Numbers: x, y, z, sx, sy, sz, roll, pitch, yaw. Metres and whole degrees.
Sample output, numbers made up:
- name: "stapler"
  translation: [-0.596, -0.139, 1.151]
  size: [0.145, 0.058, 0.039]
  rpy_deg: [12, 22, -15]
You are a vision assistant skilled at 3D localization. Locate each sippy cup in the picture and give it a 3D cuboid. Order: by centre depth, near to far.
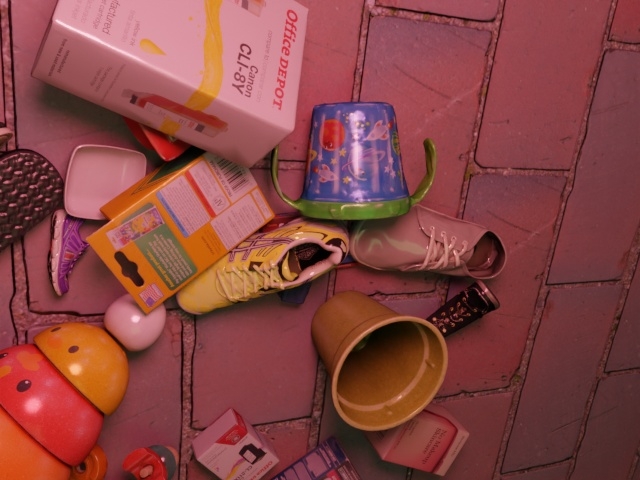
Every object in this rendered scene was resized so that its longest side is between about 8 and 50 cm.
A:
- name: "sippy cup"
  translation: [0.069, -0.168, 1.223]
  size: [0.305, 0.240, 0.224]
  rpy_deg: [-11, 105, -44]

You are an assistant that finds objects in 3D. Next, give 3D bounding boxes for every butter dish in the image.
- name: "butter dish"
  translation: [-0.303, -0.233, 1.090]
  size: [0.160, 0.118, 0.160]
  rpy_deg: [60, 42, -22]

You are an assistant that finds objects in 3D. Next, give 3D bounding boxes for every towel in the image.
- name: "towel"
  translation: [-0.048, 0.083, 1.339]
  size: [0.067, 0.029, 0.119]
  rpy_deg: [15, 104, -26]

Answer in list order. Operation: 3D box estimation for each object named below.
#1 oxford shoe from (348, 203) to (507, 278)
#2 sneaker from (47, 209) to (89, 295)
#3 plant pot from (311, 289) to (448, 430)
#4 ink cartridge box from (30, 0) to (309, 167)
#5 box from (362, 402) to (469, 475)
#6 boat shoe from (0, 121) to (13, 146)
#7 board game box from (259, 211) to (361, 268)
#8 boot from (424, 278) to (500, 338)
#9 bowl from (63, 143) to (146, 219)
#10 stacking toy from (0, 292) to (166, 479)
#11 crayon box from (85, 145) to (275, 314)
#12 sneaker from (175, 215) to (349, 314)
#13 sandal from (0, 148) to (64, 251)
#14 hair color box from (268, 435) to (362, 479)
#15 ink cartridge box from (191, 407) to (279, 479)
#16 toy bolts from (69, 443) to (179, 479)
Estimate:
- name: "oxford shoe"
  translation: [0.269, 0.011, 1.410]
  size: [0.449, 0.130, 0.169]
  rpy_deg: [7, 107, -29]
- name: "sneaker"
  translation: [-0.479, 0.026, 1.139]
  size: [0.071, 0.068, 0.170]
  rpy_deg: [4, 107, -31]
- name: "plant pot"
  translation: [0.104, 0.245, 1.369]
  size: [0.276, 0.254, 0.276]
  rpy_deg: [-8, 112, -21]
- name: "ink cartridge box"
  translation: [-0.224, -0.331, 0.984]
  size: [0.385, 0.160, 0.279]
  rpy_deg: [21, 62, -29]
- name: "box"
  translation: [0.258, 0.521, 1.615]
  size: [0.232, 0.127, 0.148]
  rpy_deg: [25, 98, -29]
- name: "boat shoe"
  translation: [-0.683, -0.144, 0.956]
  size: [0.340, 0.127, 0.113]
  rpy_deg: [-26, 95, -10]
- name: "board game box"
  translation: [0.000, 0.000, 1.359]
  size: [0.281, 0.027, 0.145]
  rpy_deg: [-8, 112, -21]
- name: "boot"
  translation: [0.342, 0.185, 1.486]
  size: [0.179, 0.236, 0.085]
  rpy_deg: [-34, 78, -3]
- name: "bowl"
  translation: [-0.407, -0.112, 1.109]
  size: [0.142, 0.053, 0.142]
  rpy_deg: [2, 110, -42]
- name: "stacking toy"
  translation: [-0.496, 0.272, 1.142]
  size: [0.480, 0.351, 0.350]
  rpy_deg: [-47, 122, -23]
- name: "crayon box"
  translation: [-0.270, -0.039, 1.155]
  size: [0.323, 0.083, 0.203]
  rpy_deg: [-39, 126, -17]
- name: "sneaker"
  translation: [-0.124, 0.048, 1.223]
  size: [0.385, 0.147, 0.145]
  rpy_deg: [-25, 106, 2]
- name: "sandal"
  translation: [-0.657, 0.003, 1.043]
  size: [0.446, 0.107, 0.167]
  rpy_deg: [-38, 119, -20]
- name: "hair color box"
  translation: [-0.058, 0.689, 1.556]
  size: [0.347, 0.105, 0.174]
  rpy_deg: [-32, 119, -8]
- name: "ink cartridge box"
  translation: [-0.203, 0.510, 1.441]
  size: [0.127, 0.072, 0.175]
  rpy_deg: [-41, 120, -5]
- name: "toy bolts"
  translation: [-0.434, 0.520, 1.340]
  size: [0.228, 0.158, 0.218]
  rpy_deg: [-33, 79, 2]
